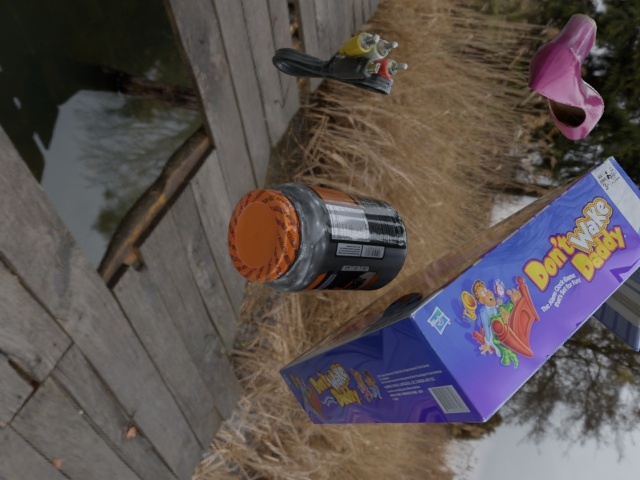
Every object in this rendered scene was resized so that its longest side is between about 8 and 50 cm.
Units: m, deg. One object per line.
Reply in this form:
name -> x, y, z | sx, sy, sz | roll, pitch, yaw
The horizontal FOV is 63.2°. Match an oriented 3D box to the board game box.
board game box -> 0.111, 0.075, 0.509 | 0.233, 0.078, 0.347 | -32, 173, -26

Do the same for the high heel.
high heel -> 0.337, -0.188, 0.733 | 0.117, 0.082, 0.244 | -52, 151, -5

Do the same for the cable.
cable -> 0.037, -0.343, 1.007 | 0.139, 0.287, 0.072 | 27, 85, -47

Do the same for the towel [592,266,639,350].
towel -> 0.715, 0.084, 1.220 | 0.209, 0.034, 0.285 | -89, 180, -74

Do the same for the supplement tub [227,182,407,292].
supplement tub -> 0.000, 0.000, 0.576 | 0.190, 0.117, 0.117 | 5, 99, -46
